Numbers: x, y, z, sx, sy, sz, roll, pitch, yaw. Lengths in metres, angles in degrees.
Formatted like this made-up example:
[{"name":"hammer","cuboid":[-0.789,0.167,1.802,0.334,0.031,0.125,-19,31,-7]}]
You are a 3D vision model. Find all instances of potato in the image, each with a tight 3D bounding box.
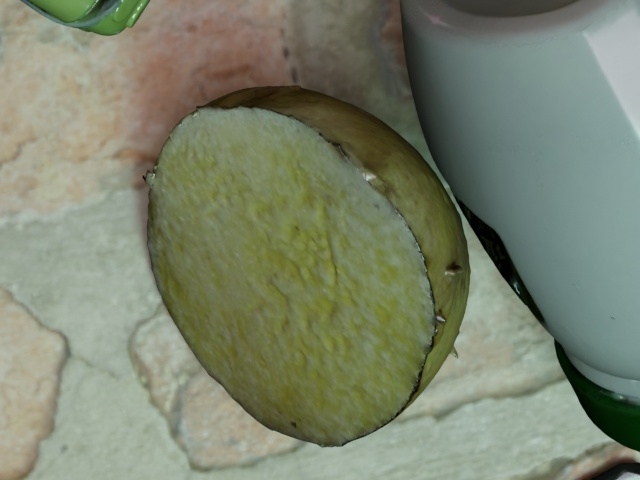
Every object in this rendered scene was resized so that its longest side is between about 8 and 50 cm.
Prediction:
[{"name":"potato","cuboid":[0.000,0.000,1.177,0.239,0.299,0.116,42,53,9]}]

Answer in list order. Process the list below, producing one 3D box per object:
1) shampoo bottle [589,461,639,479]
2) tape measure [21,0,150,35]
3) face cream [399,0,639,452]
[{"name":"shampoo bottle","cuboid":[0.214,0.194,1.335,0.137,0.027,0.048,-22,119,-1]},{"name":"tape measure","cuboid":[-0.173,-0.192,1.123,0.177,0.154,0.087,37,95,16]},{"name":"face cream","cuboid":[0.198,-0.051,1.125,0.219,0.312,0.357,-33,125,1]}]
